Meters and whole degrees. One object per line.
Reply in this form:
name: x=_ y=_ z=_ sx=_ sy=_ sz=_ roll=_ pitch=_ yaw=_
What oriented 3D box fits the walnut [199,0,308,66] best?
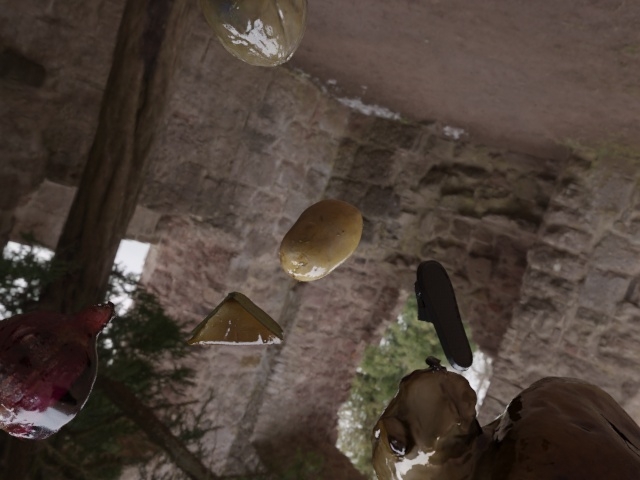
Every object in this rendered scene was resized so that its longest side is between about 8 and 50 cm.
walnut: x=-0.086 y=-0.308 z=0.791 sx=0.162 sy=0.140 sz=0.140 roll=52 pitch=-175 yaw=-1

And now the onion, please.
onion: x=-0.383 y=0.154 z=0.849 sx=0.140 sy=0.218 sz=0.195 roll=50 pitch=160 yaw=-24

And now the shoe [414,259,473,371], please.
shoe: x=0.155 y=0.104 z=0.819 sx=0.062 sy=0.053 sz=0.159 roll=4 pitch=-123 yaw=-35

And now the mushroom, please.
mushroom: x=0.174 y=0.257 z=0.561 sx=0.260 sy=0.345 sz=0.345 roll=22 pitch=-174 yaw=24

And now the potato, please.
potato: x=0.000 y=0.000 z=1.109 sx=0.118 sy=0.178 sz=0.109 roll=41 pitch=154 yaw=5

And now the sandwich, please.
sandwich: x=-0.072 y=0.065 z=0.518 sx=0.083 sy=0.043 sz=0.031 roll=0 pitch=-167 yaw=2
